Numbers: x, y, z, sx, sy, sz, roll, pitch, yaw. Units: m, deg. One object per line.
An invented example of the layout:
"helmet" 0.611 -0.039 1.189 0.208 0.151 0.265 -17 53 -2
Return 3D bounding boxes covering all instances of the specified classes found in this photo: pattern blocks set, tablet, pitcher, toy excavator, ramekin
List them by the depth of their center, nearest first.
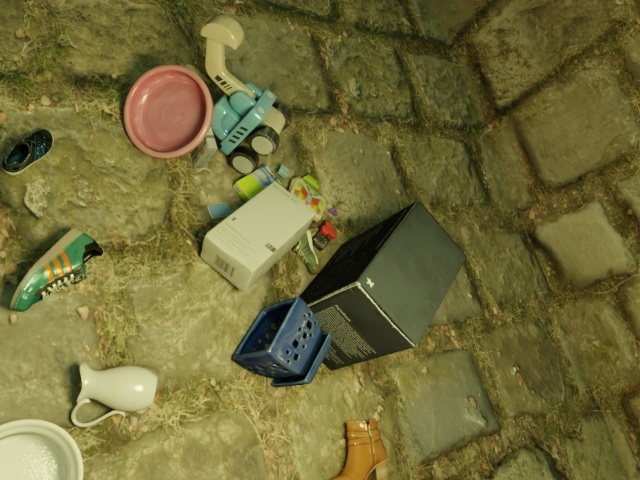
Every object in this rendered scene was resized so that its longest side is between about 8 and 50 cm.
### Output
"ramekin" -0.733 0.582 1.222 0.278 0.135 0.276 15 61 -28
"pitcher" -0.578 0.438 1.422 0.207 0.125 0.177 12 82 -18
"toy excavator" -0.309 -0.518 1.842 0.445 0.433 0.222 37 46 -20
"tablet" -0.376 -0.112 1.886 0.083 0.006 0.054 -15 77 -39
"pattern blocks set" -0.053 -0.168 2.085 0.325 0.026 0.285 28 44 -29

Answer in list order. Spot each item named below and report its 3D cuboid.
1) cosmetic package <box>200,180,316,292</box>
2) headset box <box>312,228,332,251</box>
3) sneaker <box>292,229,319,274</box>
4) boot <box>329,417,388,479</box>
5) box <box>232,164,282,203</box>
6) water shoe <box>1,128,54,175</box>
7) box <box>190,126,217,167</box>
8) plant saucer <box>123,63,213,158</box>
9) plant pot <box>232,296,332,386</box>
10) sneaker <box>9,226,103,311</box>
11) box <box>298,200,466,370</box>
"cosmetic package" -0.219 -0.021 1.826 0.217 0.156 0.385 37 51 7
"headset box" 0.000 0.000 2.073 0.062 0.032 0.083 45 49 -8
"sneaker" -0.070 0.047 1.988 0.086 0.064 0.191 -2 67 -30
"boot" 0.120 0.736 1.746 0.284 0.109 0.219 4 67 -35
"box" -0.248 -0.217 2.001 0.109 0.042 0.178 53 49 -3
"water shoe" -0.894 -0.282 1.565 0.073 0.080 0.203 35 53 -17
"box" -0.449 -0.384 1.878 0.038 0.145 0.186 -8 73 -39
"plant saucer" -0.528 -0.449 1.794 0.331 0.333 0.084 64 9 8
"plant pot" -0.114 0.356 1.701 0.212 0.236 0.235 45 51 -17
"sneaker" -0.751 0.096 1.462 0.121 0.108 0.302 35 51 -11
"box" 0.193 0.171 1.838 0.297 0.472 0.480 47 51 -6
